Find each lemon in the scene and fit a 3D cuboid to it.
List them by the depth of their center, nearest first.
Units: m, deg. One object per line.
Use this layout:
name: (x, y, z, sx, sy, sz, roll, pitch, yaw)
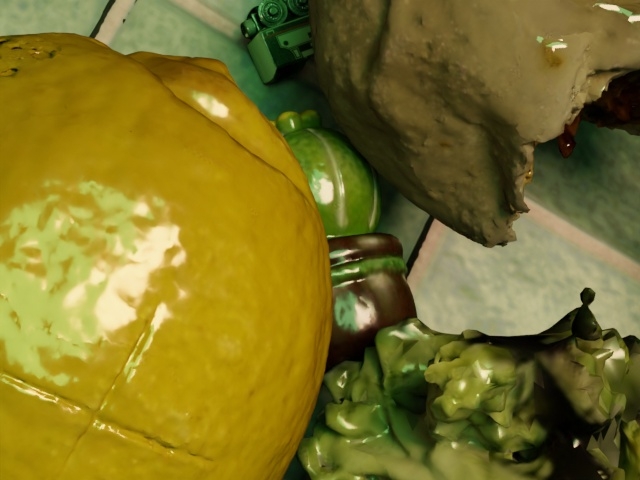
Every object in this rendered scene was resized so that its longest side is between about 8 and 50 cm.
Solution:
lemon: (-0.138, 0.043, 0.737, 0.297, 0.297, 0.297, 5, 73, -17)

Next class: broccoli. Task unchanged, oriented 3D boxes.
broccoli: (0.116, 0.181, 0.766, 0.347, 0.281, 0.293, -28, 100, -34)

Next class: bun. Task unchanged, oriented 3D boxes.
bun: (0.133, -0.157, 0.842, 0.281, 0.205, 0.282, 5, 70, -15)

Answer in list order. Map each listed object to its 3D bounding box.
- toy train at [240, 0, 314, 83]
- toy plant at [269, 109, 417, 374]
toy train: (-0.010, -0.139, 0.967, 0.083, 0.033, 0.053, -22, 87, -23)
toy plant: (0.000, 0.000, 0.897, 0.092, 0.093, 0.162, -10, 78, -20)
